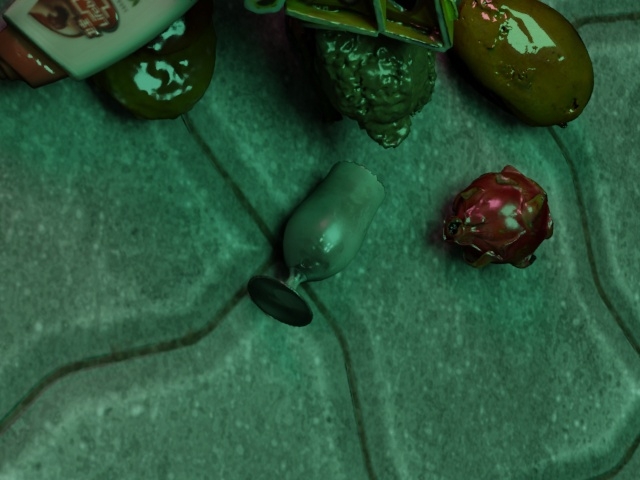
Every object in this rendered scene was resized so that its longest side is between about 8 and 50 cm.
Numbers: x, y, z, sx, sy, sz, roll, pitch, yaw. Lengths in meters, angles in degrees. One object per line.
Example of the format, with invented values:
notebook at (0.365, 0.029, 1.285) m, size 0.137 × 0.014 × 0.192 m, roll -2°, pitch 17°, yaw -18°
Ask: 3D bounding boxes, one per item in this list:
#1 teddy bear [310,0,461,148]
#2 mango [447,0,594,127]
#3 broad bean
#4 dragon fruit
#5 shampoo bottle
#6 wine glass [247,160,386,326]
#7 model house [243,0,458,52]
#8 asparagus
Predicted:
teddy bear at (0.072, -0.240, 2.012) m, size 0.267 × 0.156 × 0.256 m, roll 53°, pitch 44°, yaw -26°
mango at (0.267, -0.254, 2.216) m, size 0.248 × 0.151 × 0.156 m, roll 39°, pitch 30°, yaw -20°
broad bean at (-0.195, -0.249, 1.853) m, size 0.156 × 0.122 × 0.228 m, roll -7°, pitch 82°, yaw -33°
dragon fruit at (0.233, -0.026, 2.140) m, size 0.166 × 0.133 × 0.136 m, roll -14°, pitch 97°, yaw -40°
shampoo bottle at (-0.273, -0.237, 1.748) m, size 0.284 × 0.071 × 0.153 m, roll -38°, pitch 92°, yaw -8°
wine glass at (0.000, 0.000, 1.977) m, size 0.093 × 0.093 × 0.202 m, roll 45°, pitch 58°, yaw -23°
model house at (0.083, -0.353, 1.782) m, size 0.323 × 0.340 × 0.300 m, roll 38°, pitch 35°, yaw -31°
asparagus at (-0.010, -0.224, 2.052) m, size 0.036 × 0.030 × 0.165 m, roll -25°, pitch 97°, yaw -38°
